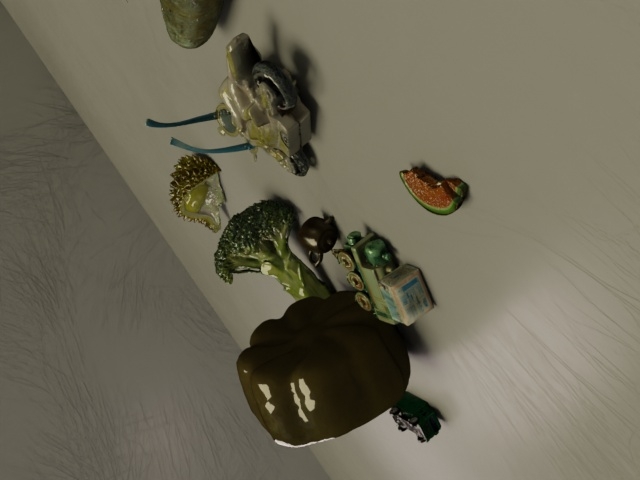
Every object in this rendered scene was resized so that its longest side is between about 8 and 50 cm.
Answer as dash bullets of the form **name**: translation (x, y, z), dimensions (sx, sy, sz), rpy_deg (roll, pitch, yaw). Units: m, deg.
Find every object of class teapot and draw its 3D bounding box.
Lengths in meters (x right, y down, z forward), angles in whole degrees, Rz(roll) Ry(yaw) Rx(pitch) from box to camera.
- **teapot**: translation (0.000, 0.000, 1.593), dimensions (0.068, 0.076, 0.121), rpy_deg (28, 111, 41)

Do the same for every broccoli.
- **broccoli**: translation (-0.105, 0.071, 1.850), dimensions (0.252, 0.221, 0.361), rpy_deg (-10, 120, 31)

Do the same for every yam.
- **yam**: translation (-0.235, -0.451, 1.320), dimensions (0.133, 0.133, 0.330), rpy_deg (53, 162, 5)

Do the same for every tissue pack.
- **tissue pack**: translation (0.160, 0.100, 1.385), dimensions (0.059, 0.074, 0.094), rpy_deg (26, 144, 61)

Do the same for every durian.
- **durian**: translation (-0.366, -0.143, 2.208), dimensions (0.306, 0.167, 0.172), rpy_deg (88, 173, -50)

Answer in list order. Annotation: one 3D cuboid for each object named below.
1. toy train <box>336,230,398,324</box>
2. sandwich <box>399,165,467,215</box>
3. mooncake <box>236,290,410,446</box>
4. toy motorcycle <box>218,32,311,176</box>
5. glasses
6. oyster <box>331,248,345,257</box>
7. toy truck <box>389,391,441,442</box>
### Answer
- **toy train**: translation (0.112, 0.071, 1.459), dimensions (0.125, 0.081, 0.193), rpy_deg (14, 134, 49)
- **sandwich**: translation (0.171, -0.076, 1.119), dimensions (0.135, 0.029, 0.067), rpy_deg (35, 148, 49)
- **mooncake**: translation (0.001, 0.268, 1.625), dimensions (0.378, 0.379, 0.200), rpy_deg (13, 129, 64)
- **toy motorcycle**: translation (-0.108, -0.254, 1.382), dimensions (0.223, 0.108, 0.340), rpy_deg (43, 166, 16)
- **glasses**: translation (-0.254, -0.255, 1.639), dimensions (0.190, 0.221, 0.088), rpy_deg (40, 118, 42)
- **oyster**: translation (0.048, 0.036, 1.601), dimensions (0.054, 0.019, 0.083), rpy_deg (13, 166, 7)
- **toy truck**: translation (0.228, 0.428, 1.779), dimensions (0.065, 0.079, 0.147), rpy_deg (62, 161, -18)
